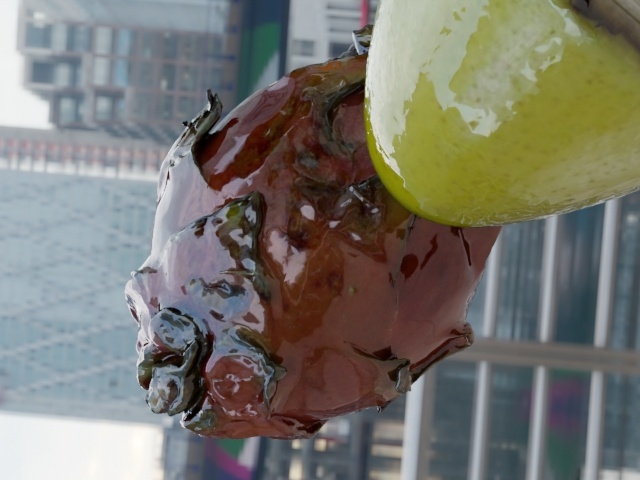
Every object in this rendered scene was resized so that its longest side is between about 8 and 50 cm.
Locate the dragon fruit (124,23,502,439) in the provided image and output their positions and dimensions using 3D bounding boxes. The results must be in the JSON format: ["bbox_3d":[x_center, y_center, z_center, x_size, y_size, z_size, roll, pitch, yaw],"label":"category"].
[{"bbox_3d":[0.002,-0.004,0.998,0.250,0.250,0.315,74,-148,-84],"label":"dragon fruit"}]

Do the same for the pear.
[{"bbox_3d":[0.106,-0.086,0.790,0.178,0.267,0.267,-50,8,16],"label":"pear"}]
